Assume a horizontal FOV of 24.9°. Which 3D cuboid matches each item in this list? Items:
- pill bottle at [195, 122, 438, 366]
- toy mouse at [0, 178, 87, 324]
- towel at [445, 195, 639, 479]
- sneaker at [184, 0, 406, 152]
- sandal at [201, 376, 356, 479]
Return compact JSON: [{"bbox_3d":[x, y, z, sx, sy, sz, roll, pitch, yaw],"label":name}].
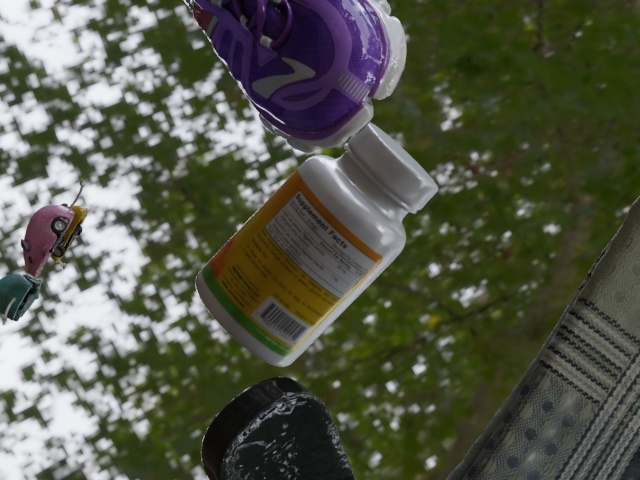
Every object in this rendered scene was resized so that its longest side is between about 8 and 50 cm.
[{"bbox_3d":[0.000,0.000,1.487,0.245,0.136,0.136,-46,-108,10],"label":"pill bottle"},{"bbox_3d":[-0.237,0.016,1.195,0.031,0.143,0.161,32,-43,-1],"label":"toy mouse"},{"bbox_3d":[0.237,0.104,0.836,0.312,0.324,0.056,34,0,-28],"label":"towel"},{"bbox_3d":[-0.034,-0.099,0.560,0.068,0.071,0.170,-49,-124,13],"label":"sneaker"},{"bbox_3d":[0.009,0.314,1.464,0.107,0.167,0.445,38,-16,42],"label":"sandal"}]
